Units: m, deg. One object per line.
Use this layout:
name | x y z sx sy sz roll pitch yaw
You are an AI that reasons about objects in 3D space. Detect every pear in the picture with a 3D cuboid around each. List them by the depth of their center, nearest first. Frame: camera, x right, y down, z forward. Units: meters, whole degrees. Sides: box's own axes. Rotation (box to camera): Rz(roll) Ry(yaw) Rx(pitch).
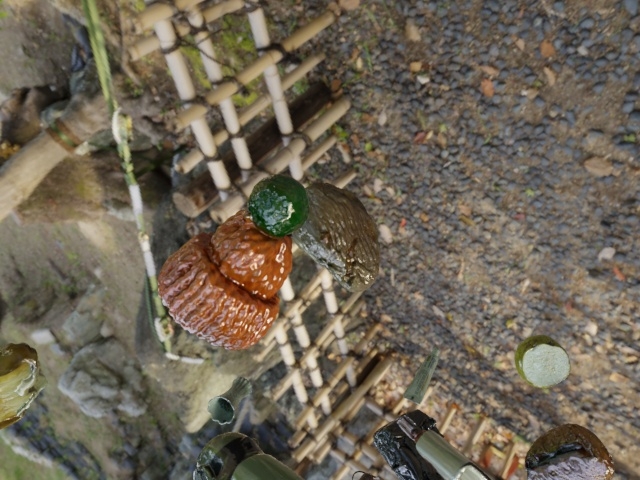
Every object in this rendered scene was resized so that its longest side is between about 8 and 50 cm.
pear | 0.592 0.319 1.540 0.140 0.104 0.141 2 102 9

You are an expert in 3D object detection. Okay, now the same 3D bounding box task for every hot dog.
hot dog | 0.602 0.535 1.382 0.227 0.099 0.161 -46 67 47

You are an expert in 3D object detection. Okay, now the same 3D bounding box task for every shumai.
shumai | -0.003 0.001 1.668 0.283 0.217 0.346 -9 120 43

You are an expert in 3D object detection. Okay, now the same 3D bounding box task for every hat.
hat | -0.165 0.027 1.296 0.285 0.400 0.285 36 -175 -4

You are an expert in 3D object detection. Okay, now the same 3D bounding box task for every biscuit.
biscuit | -0.552 0.250 0.918 0.335 0.329 0.078 -34 77 16

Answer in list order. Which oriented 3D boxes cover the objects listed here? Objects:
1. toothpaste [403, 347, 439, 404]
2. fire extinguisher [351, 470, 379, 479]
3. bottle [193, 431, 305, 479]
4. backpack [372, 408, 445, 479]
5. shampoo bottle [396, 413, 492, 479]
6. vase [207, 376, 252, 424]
toothpaste | 0.377 0.486 2.081 0.067 0.255 0.037 24 137 17
fire extinguisher | 0.130 0.795 1.862 0.078 0.157 0.045 31 113 19
bottle | -0.110 0.506 1.104 0.347 0.168 0.169 25 141 43
backpack | 0.287 0.617 1.646 0.258 0.206 0.133 54 142 26
shampoo bottle | 0.276 0.493 1.306 0.153 0.071 0.284 47 169 -22
vase | -0.242 0.431 1.570 0.081 0.148 0.081 4 103 15
